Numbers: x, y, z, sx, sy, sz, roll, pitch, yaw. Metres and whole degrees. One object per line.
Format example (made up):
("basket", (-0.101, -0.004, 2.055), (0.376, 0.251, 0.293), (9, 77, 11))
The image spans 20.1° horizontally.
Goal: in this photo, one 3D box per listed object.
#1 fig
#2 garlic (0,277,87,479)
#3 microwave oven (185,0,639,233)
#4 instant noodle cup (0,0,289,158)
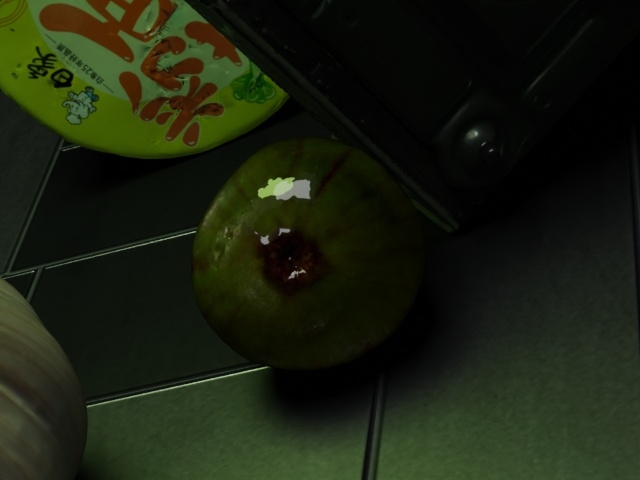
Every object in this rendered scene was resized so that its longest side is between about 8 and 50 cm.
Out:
("fig", (0.000, 0.000, 1.220), (0.151, 0.151, 0.259), (-18, 6, 9))
("garlic", (-0.290, 0.134, 1.095), (0.322, 0.241, 0.322), (1, 33, -1))
("microwave oven", (0.093, -0.261, 1.234), (0.394, 0.333, 0.247), (-48, 31, 1))
("instant noodle cup", (-0.140, -0.247, 1.513), (0.311, 0.311, 0.221), (-22, 22, 3))
